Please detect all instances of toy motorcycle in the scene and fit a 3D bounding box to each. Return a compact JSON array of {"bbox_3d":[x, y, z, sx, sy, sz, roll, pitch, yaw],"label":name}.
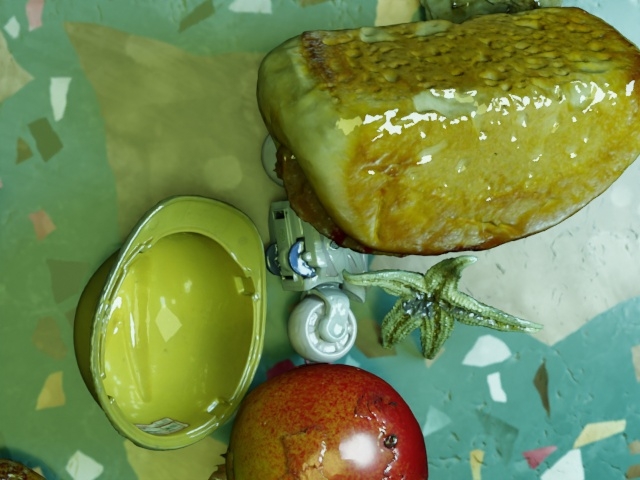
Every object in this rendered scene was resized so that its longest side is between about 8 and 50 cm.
[{"bbox_3d":[0.000,0.000,1.777,0.112,0.112,0.254,-8,92,-4],"label":"toy motorcycle"}]

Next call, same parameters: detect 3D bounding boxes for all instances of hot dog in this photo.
[{"bbox_3d":[0.128,-0.094,1.682,0.405,0.185,0.223,-8,130,-23],"label":"hot dog"}]

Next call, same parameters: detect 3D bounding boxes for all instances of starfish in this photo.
[{"bbox_3d":[0.122,0.065,1.738,0.217,0.223,0.050,20,61,-5],"label":"starfish"}]

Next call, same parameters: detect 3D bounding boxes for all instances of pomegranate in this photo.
[{"bbox_3d":[-0.005,0.232,1.733,0.235,0.210,0.210,-32,97,15],"label":"pomegranate"}]

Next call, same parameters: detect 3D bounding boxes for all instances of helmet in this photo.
[{"bbox_3d":[-0.173,0.079,1.740,0.205,0.140,0.257,16,84,-38],"label":"helmet"}]

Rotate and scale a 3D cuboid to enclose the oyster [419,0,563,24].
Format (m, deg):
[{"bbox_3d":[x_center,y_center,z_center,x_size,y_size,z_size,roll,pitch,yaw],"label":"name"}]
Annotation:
[{"bbox_3d":[0.204,-0.295,1.762,0.161,0.107,0.232,27,95,-14],"label":"oyster"}]

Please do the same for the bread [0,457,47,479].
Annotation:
[{"bbox_3d":[-0.349,0.314,1.786,0.193,0.064,0.193,0,98,-3],"label":"bread"}]
